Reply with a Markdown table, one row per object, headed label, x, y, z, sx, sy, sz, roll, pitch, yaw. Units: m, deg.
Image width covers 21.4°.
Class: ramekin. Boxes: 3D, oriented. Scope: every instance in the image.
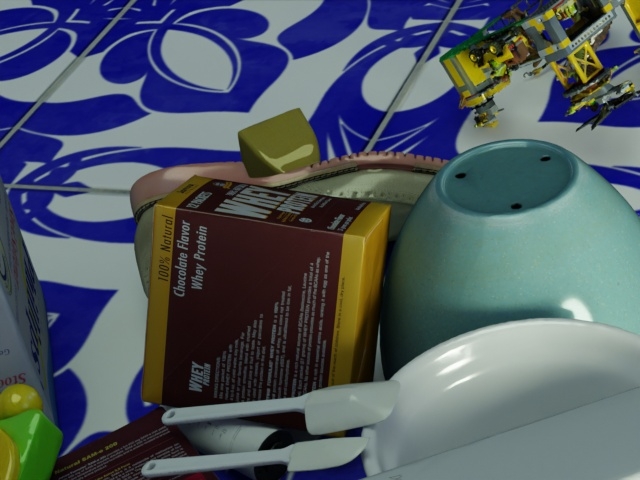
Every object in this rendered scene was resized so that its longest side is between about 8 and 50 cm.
| label | x | y | z | sx | sy | sz | roll | pitch | yaw |
| --- | --- | --- | --- | --- | --- | --- | --- | --- | --- |
| ramekin | 0.179 | 0.198 | 1.383 | 0.277 | 0.135 | 0.277 | -9 | 34 | 6 |

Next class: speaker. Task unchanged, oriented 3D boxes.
| label | x | y | z | sx | sy | sz | roll | pitch | yaw |
| --- | --- | --- | --- | --- | --- | --- | --- | --- | --- |
| speaker | -0.088 | 0.178 | 1.573 | 0.136 | 0.055 | 0.055 | 20 | 45 | 40 |

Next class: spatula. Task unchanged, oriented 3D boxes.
| label | x | y | z | sx | sy | sz | roll | pitch | yaw |
| --- | --- | --- | --- | --- | --- | --- | --- | --- | --- |
| spatula | -0.058 | 0.181 | 1.405 | 0.242 | 0.019 | 0.168 | -10 | 38 | 34 |

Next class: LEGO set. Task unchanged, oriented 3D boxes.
| label | x | y | z | sx | sy | sz | roll | pitch | yaw |
| --- | --- | --- | --- | --- | --- | --- | --- | --- | --- |
| LEGO set | 0.320 | -0.212 | 1.968 | 0.255 | 0.192 | 0.331 | -21 | 15 | 48 |

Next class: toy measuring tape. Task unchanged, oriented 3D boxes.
| label | x | y | z | sx | sy | sz | roll | pitch | yaw |
| --- | --- | --- | --- | --- | --- | --- | --- | --- | --- |
| toy measuring tape | -0.310 | 0.268 | 1.428 | 0.121 | 0.121 | 0.330 | 2 | 58 | 21 |

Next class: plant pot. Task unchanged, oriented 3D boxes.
| label | x | y | z | sx | sy | sz | roll | pitch | yaw |
| --- | --- | --- | --- | --- | --- | --- | --- | --- | --- |
| plant pot | 0.187 | 0.021 | 1.590 | 0.290 | 0.195 | 0.290 | -8 | 34 | 5 |
| plant pot | -0.037 | -0.086 | 1.934 | 0.081 | 0.081 | 0.083 | -22 | 45 | -15 |

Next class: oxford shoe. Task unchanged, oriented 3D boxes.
| label | x | y | z | sx | sy | sz | roll | pitch | yaw |
| --- | --- | --- | --- | --- | --- | --- | --- | --- | --- |
| oxford shoe | 0.000 | 0.000 | 1.782 | 0.396 | 0.140 | 0.147 | -5 | 64 | 3 |

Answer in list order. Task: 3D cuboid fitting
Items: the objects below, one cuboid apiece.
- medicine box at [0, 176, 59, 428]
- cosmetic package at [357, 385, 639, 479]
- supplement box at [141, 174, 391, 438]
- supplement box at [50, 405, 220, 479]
| label | x | y | z | sx | sy | sz | roll | pitch | yaw |
| --- | --- | --- | --- | --- | --- | --- | --- | --- | --- |
| medicine box | -0.370 | 0.039 | 1.659 | 0.149 | 0.289 | 0.263 | -16 | 33 | -2 |
| cosmetic package | 0.098 | 0.271 | 1.124 | 0.453 | 0.230 | 0.161 | -16 | 12 | -13 |
| supplement box | -0.049 | 0.056 | 1.561 | 0.194 | 0.191 | 0.129 | 9 | 16 | 11 |
| supplement box | -0.139 | 0.253 | 1.460 | 0.130 | 0.073 | 0.239 | -25 | 36 | -16 |
